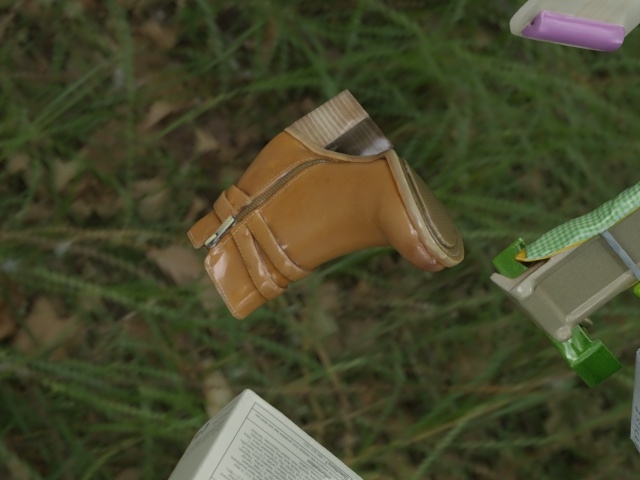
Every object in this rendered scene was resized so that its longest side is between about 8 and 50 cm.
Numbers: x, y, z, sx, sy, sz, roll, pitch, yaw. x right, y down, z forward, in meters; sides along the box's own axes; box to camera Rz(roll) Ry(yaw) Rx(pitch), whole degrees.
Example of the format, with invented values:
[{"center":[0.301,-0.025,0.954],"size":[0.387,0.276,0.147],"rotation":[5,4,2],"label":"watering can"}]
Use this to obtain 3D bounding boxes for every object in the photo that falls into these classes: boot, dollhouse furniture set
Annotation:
[{"center":[0.000,0.000,1.199],"size":[0.073,0.152,0.197],"rotation":[47,5,-35],"label":"boot"},{"center":[0.269,-0.004,1.832],"size":[0.151,0.197,0.301],"rotation":[57,8,30],"label":"dollhouse furniture set"}]

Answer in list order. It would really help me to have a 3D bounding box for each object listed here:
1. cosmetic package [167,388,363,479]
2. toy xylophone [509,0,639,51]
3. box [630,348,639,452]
[{"center":[-0.096,0.308,1.733],"size":[0.160,0.113,0.309],"rotation":[40,46,-7],"label":"cosmetic package"},{"center":[0.156,-0.306,1.374],"size":[0.236,0.081,0.323],"rotation":[14,62,-37],"label":"toy xylophone"},{"center":[0.486,0.204,1.940],"size":[0.261,0.127,0.231],"rotation":[-6,27,-9],"label":"box"}]
